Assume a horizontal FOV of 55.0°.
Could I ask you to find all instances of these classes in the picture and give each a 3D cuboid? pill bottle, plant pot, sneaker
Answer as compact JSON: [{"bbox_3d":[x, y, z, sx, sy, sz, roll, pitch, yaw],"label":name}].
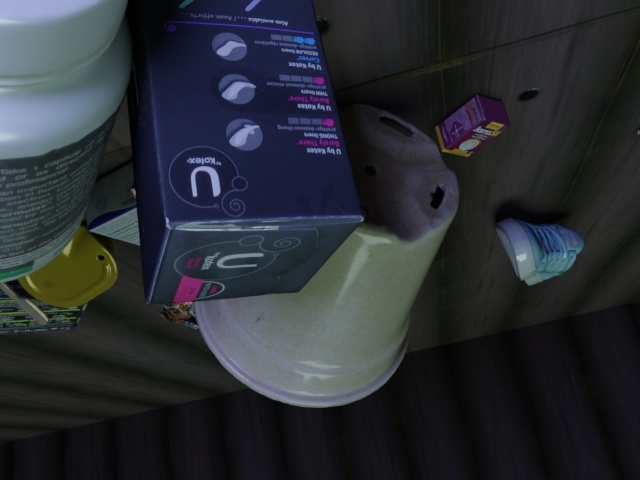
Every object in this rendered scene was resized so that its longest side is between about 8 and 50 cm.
[{"bbox_3d":[-0.264,-0.116,0.478,0.204,0.204,0.361,1,156,-29],"label":"pill bottle"},{"bbox_3d":[0.020,0.003,0.815,0.334,0.334,0.305,-2,143,-23],"label":"plant pot"},{"bbox_3d":[0.471,0.005,1.300,0.150,0.135,0.366,-27,164,18],"label":"sneaker"}]

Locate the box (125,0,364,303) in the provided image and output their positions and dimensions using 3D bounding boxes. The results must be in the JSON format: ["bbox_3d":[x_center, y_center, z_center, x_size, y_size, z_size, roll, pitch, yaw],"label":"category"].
[{"bbox_3d":[-0.082,-0.102,0.515,0.143,0.270,0.165,-3,157,-21],"label":"box"}]

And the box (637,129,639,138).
[{"bbox_3d":[0.717,-0.193,0.969,0.322,0.079,0.257,1,157,-30],"label":"box"}]

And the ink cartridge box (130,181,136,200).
[{"bbox_3d":[-0.132,-0.094,0.705,0.115,0.198,0.067,-14,122,7],"label":"ink cartridge box"}]

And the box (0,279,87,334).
[{"bbox_3d":[-0.570,0.113,1.107,0.270,0.060,0.216,0,155,-29],"label":"box"}]

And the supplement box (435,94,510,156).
[{"bbox_3d":[0.208,-0.156,0.844,0.055,0.043,0.083,5,153,-33],"label":"supplement box"}]

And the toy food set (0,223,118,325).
[{"bbox_3d":[-0.414,0.038,0.997,0.218,0.071,0.128,-28,121,23],"label":"toy food set"}]

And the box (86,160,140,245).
[{"bbox_3d":[-0.228,-0.049,0.851,0.126,0.072,0.137,-21,158,25],"label":"box"}]

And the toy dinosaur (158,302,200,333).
[{"bbox_3d":[-0.220,0.110,1.175,0.218,0.164,0.322,15,173,-15],"label":"toy dinosaur"}]
